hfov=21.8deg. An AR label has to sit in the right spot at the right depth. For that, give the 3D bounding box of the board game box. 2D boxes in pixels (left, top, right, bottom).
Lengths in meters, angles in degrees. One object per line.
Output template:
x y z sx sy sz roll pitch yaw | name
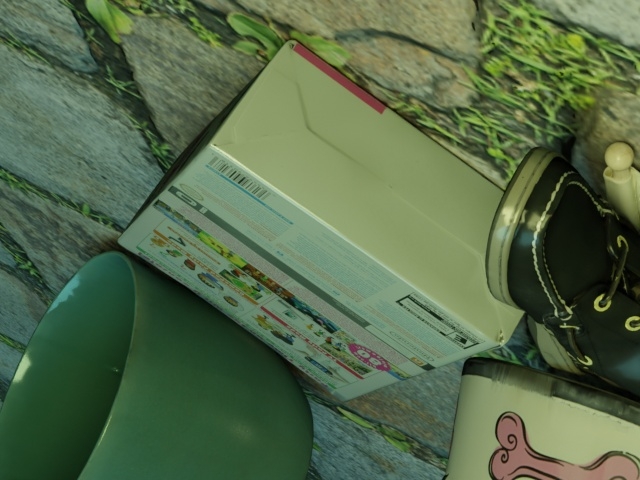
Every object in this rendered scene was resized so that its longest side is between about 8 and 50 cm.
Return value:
0.000 0.000 1.157 0.224 0.097 0.303 36 159 -9 | board game box

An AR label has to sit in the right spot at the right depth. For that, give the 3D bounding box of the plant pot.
-0.150 0.189 1.593 0.235 0.293 0.293 26 165 -25 | plant pot

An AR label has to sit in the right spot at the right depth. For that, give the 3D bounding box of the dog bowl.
0.254 0.227 1.107 0.408 0.150 0.408 25 172 4 | dog bowl

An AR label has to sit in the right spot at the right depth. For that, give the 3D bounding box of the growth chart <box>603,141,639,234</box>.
0.264 0.028 0.930 0.237 0.021 0.172 26 160 18 | growth chart

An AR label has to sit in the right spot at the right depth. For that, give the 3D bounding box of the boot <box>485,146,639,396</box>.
0.195 0.038 0.908 0.178 0.085 0.236 22 165 27 | boot
